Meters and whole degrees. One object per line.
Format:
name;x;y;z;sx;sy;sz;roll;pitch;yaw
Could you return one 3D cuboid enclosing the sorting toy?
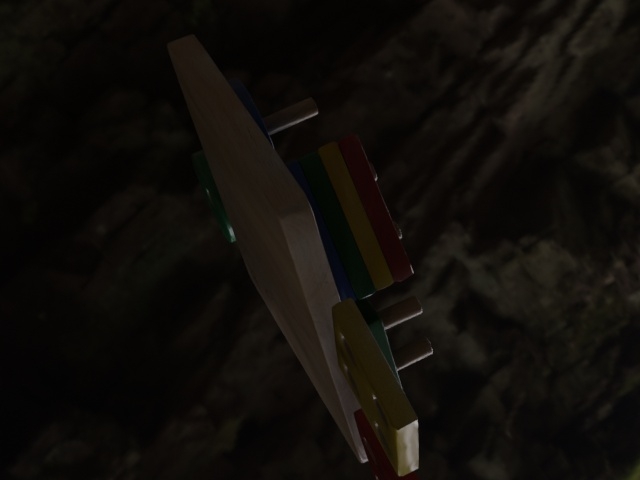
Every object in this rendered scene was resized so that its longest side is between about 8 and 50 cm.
sorting toy;0.000;0.000;0.546;0.046;0.132;0.274;-24;-141;-8
